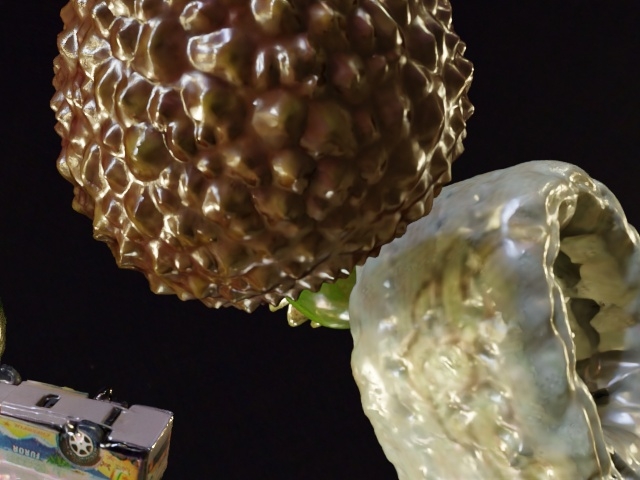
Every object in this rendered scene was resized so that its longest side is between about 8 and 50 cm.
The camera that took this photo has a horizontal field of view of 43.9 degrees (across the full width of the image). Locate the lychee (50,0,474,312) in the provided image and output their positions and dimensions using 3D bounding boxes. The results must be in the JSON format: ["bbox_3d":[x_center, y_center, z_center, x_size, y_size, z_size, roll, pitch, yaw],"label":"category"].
[{"bbox_3d":[-0.037,-0.104,0.454,0.271,0.271,0.271,-12,-66,-28],"label":"lychee"}]

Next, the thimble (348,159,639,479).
[{"bbox_3d":[0.165,0.092,0.679,0.291,0.195,0.292,17,-114,-44],"label":"thimble"}]

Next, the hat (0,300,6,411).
[{"bbox_3d":[-0.381,0.122,0.574,0.285,0.400,0.285,11,-118,-22],"label":"hat"}]

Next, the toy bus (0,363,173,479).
[{"bbox_3d":[-0.354,0.252,1.011,0.316,0.112,0.138,11,-72,8],"label":"toy bus"}]

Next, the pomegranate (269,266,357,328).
[{"bbox_3d":[0.000,0.000,1.111,0.216,0.310,0.358,-1,-37,-34],"label":"pomegranate"}]
